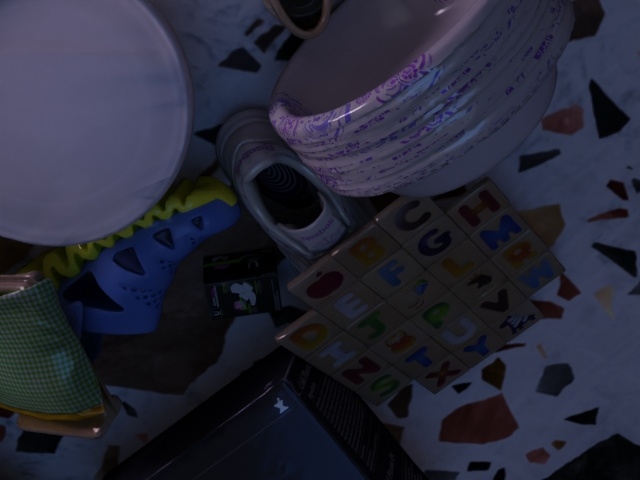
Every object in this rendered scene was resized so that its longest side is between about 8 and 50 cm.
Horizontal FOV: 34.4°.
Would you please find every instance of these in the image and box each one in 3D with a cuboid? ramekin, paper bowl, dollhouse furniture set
[{"bbox_3d":[-0.250,-0.142,1.000,0.273,0.127,0.272,0,109,0],"label":"ramekin"},{"bbox_3d":[0.102,-0.154,0.963,0.284,0.284,0.148,-38,117,13],"label":"paper bowl"},{"bbox_3d":[-0.385,0.152,1.070,0.302,0.151,0.197,-2,127,33],"label":"dollhouse furniture set"}]

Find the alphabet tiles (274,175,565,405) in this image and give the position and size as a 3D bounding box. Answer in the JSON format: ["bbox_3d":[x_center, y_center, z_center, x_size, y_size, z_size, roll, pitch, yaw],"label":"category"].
[{"bbox_3d":[0.120,0.070,1.160,0.285,0.011,0.342,-37,139,12],"label":"alphabet tiles"}]

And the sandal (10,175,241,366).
[{"bbox_3d":[-0.210,0.040,1.109,0.317,0.126,0.138,-29,98,21],"label":"sandal"}]

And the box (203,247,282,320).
[{"bbox_3d":[-0.089,0.049,1.175,0.083,0.062,0.052,-7,120,-3],"label":"box"}]

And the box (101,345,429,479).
[{"bbox_3d":[-0.061,0.339,1.222,0.343,0.179,0.312,-37,98,13],"label":"box"}]

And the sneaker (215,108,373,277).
[{"bbox_3d":[0.000,0.000,1.107,0.114,0.152,0.305,-42,116,7],"label":"sneaker"}]

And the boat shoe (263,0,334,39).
[{"bbox_3d":[-0.041,-0.336,0.954,0.109,0.098,0.302,-13,119,1],"label":"boat shoe"}]
